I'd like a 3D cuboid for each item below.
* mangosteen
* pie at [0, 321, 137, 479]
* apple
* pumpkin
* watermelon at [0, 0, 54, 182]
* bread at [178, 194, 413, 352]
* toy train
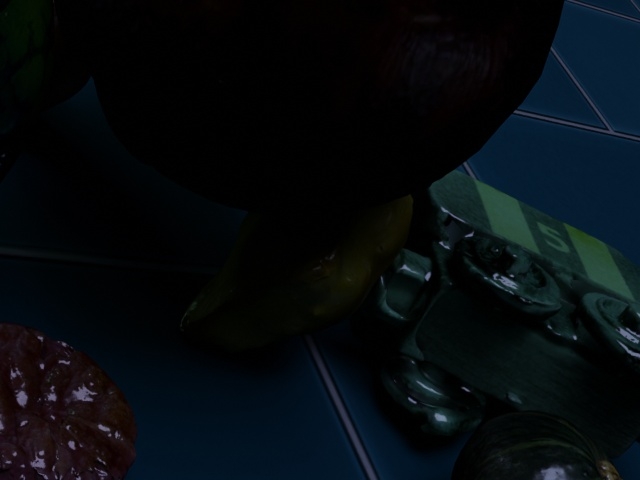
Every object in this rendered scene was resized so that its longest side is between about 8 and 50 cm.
[{"bbox_3d":[-0.007,-0.209,0.944,0.381,0.381,0.421,29,2,-10],"label":"mangosteen"},{"bbox_3d":[-0.191,0.111,0.862,0.154,0.036,0.154,25,34,-18],"label":"pie"},{"bbox_3d":[-0.241,-0.160,1.086,0.126,0.126,0.102,40,-6,8],"label":"apple"},{"bbox_3d":[0.167,0.203,0.979,0.167,0.125,0.167,50,28,-40],"label":"pumpkin"},{"bbox_3d":[-0.324,-0.137,0.786,0.363,0.363,0.363,24,34,-17],"label":"watermelon"},{"bbox_3d":[0.000,0.000,1.051,0.088,0.161,0.233,55,42,-23],"label":"bread"},{"bbox_3d":[0.168,0.071,1.137,0.299,0.167,0.238,26,23,-15],"label":"toy train"}]
